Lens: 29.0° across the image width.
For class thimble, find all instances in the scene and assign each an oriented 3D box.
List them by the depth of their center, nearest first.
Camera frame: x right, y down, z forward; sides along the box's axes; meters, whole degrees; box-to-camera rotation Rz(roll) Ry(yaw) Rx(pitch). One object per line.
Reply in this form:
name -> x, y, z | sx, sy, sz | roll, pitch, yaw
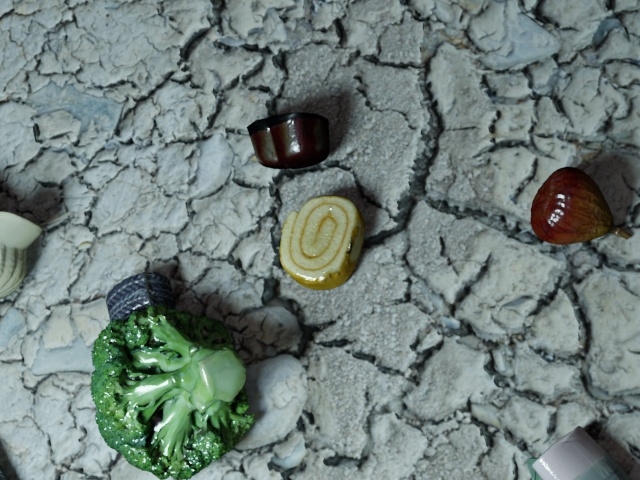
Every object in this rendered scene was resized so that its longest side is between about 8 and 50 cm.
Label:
thimble -> -0.281, 0.098, 1.936 | 0.104, 0.095, 0.066 | -39, 57, 35

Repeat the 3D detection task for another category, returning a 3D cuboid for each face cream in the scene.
face cream -> 0.422, 0.387, 1.739 | 0.107, 0.073, 0.269 | -30, 70, -35

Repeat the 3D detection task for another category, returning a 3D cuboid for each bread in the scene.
bread -> 0.000, 0.000, 1.920 | 0.122, 0.073, 0.149 | 13, 77, 15

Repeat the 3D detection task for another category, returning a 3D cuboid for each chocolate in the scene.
chocolate -> -0.044, -0.150, 1.961 | 0.149, 0.125, 0.080 | -9, 81, 45

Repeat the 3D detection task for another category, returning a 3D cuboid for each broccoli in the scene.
broccoli -> -0.204, 0.213, 1.814 | 0.270, 0.270, 0.269 | -21, 66, 50

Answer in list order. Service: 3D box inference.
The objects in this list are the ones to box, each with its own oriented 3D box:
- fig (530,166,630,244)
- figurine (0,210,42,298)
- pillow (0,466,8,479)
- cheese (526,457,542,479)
fig -> 0.383, -0.031, 1.848 | 0.119, 0.119, 0.153 | -43, 87, -3
figurine -> -0.599, -0.025, 1.996 | 0.332, 0.185, 0.204 | 39, 118, 34
pillow -> -0.532, 0.436, 1.886 | 0.162, 0.092, 0.335 | -32, 71, 4
cheese -> 0.327, 0.375, 1.787 | 0.067, 0.026, 0.120 | 3, 66, 7
